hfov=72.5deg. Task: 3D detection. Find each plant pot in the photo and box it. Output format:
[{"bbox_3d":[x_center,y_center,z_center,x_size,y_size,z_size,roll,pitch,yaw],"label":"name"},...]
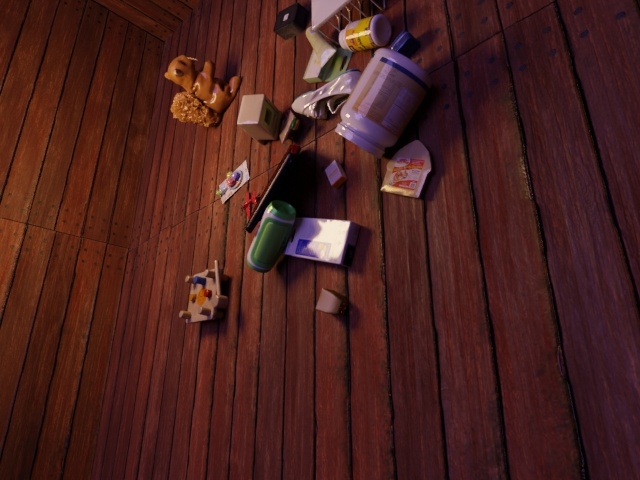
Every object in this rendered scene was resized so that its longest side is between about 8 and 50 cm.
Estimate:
[{"bbox_3d":[0.048,0.223,1.537,0.083,0.081,0.081,18,89,37],"label":"plant pot"}]

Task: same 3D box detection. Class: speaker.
[{"bbox_3d":[-0.203,-0.014,1.787,0.131,0.131,0.296,55,129,43],"label":"speaker"}]

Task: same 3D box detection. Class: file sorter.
[{"bbox_3d":[0.117,-1.011,1.867,0.278,0.173,0.193,-20,62,42],"label":"file sorter"}]

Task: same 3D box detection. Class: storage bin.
[{"bbox_3d":[-0.154,-1.144,2.281,0.180,0.084,0.122,5,79,49],"label":"storage bin"}]

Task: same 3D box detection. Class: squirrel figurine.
[{"bbox_3d":[-0.744,-0.889,2.602,0.281,0.370,0.397,27,96,49],"label":"squirrel figurine"}]

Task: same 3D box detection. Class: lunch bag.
[{"bbox_3d":[0.309,-0.723,1.627,0.098,0.067,0.065,-43,47,29],"label":"lunch bag"}]

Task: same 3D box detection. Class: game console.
[{"bbox_3d":[-0.196,-0.230,1.869,0.386,0.060,0.342,-58,12,14],"label":"game console"}]

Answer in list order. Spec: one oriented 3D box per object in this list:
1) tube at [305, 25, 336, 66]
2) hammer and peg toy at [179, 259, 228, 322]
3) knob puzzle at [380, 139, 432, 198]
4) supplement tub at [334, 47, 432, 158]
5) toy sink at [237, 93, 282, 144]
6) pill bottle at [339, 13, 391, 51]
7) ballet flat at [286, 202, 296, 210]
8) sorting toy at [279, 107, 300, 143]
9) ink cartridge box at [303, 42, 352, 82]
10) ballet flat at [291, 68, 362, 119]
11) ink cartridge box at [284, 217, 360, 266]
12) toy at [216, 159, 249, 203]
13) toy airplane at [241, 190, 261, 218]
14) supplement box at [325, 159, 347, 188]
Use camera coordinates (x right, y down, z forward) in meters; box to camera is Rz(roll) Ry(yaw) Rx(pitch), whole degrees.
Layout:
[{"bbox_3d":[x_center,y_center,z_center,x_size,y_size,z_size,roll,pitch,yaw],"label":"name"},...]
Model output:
[{"bbox_3d":[-0.002,-0.875,1.958,0.070,0.062,0.240,94,157,-51],"label":"tube"},{"bbox_3d":[-0.534,0.257,2.117,0.361,0.127,0.266,-18,61,42],"label":"hammer and peg toy"},{"bbox_3d":[0.303,-0.244,1.475,0.213,0.030,0.213,-21,61,42],"label":"knob puzzle"},{"bbox_3d":[0.211,-0.467,1.513,0.316,0.228,0.228,-58,42,14],"label":"supplement tub"},{"bbox_3d":[-0.277,-0.582,2.126,0.131,0.234,0.153,5,77,24],"label":"toy sink"},{"bbox_3d":[0.176,-0.838,1.778,0.215,0.117,0.117,15,86,49],"label":"pill bottle"},{"bbox_3d":[-0.173,-0.049,1.885,0.073,0.080,0.232,26,96,34],"label":"ballet flat"},{"bbox_3d":[-0.142,-0.526,2.037,0.132,0.046,0.274,-62,23,22],"label":"sorting toy"},{"bbox_3d":[0.033,-0.804,1.971,0.235,0.056,0.171,19,89,51],"label":"ink cartridge box"},{"bbox_3d":[0.024,-0.590,1.855,0.400,0.139,0.139,-12,66,43],"label":"ballet flat"},{"bbox_3d":[0.000,0.000,1.685,0.333,0.065,0.165,9,82,47],"label":"ink cartridge box"},{"bbox_3d":[-0.479,-0.319,2.334,0.237,0.056,0.137,-39,51,31],"label":"toy"},{"bbox_3d":[-0.351,-0.188,2.165,0.151,0.028,0.151,-18,64,42],"label":"toy airplane"},{"bbox_3d":[0.062,-0.263,1.739,0.062,0.036,0.098,-42,48,29],"label":"supplement box"}]
